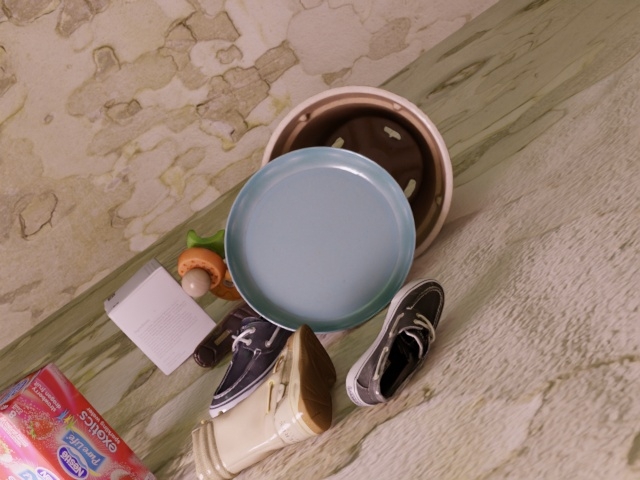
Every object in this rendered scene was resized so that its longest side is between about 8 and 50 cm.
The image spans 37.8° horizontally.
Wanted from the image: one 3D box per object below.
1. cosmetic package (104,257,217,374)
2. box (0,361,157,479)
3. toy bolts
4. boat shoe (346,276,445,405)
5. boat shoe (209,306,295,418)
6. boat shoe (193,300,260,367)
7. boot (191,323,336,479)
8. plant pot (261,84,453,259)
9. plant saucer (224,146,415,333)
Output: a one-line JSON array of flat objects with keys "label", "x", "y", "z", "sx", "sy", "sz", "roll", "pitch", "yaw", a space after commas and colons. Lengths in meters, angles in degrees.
[{"label": "cosmetic package", "x": -0.340, "y": 0.158, "z": 1.986, "sx": 0.151, "sy": 0.183, "sz": 0.151, "roll": -43, "pitch": 16, "yaw": -9}, {"label": "box", "x": -0.390, "y": 0.330, "z": 1.414, "sx": 0.123, "sy": 0.256, "sz": 0.128, "roll": -29, "pitch": 16, "yaw": 35}, {"label": "toy bolts", "x": -0.173, "y": 0.091, "z": 1.969, "sx": 0.229, "sy": 0.218, "sz": 0.158, "roll": -3, "pitch": 44, "yaw": 13}, {"label": "boat shoe", "x": 0.119, "y": 0.134, "z": 1.252, "sx": 0.070, "sy": 0.078, "sz": 0.219, "roll": -18, "pitch": 31, "yaw": 53}, {"label": "boat shoe", "x": -0.102, "y": 0.175, "z": 1.559, "sx": 0.108, "sy": 0.102, "sz": 0.301, "roll": -20, "pitch": 21, "yaw": 48}, {"label": "boat shoe", "x": -0.170, "y": 0.170, "z": 1.825, "sx": 0.190, "sy": 0.068, "sz": 0.072, "roll": -36, "pitch": 2, "yaw": -1}, {"label": "boot", "x": -0.081, "y": 0.235, "z": 1.347, "sx": 0.203, "sy": 0.095, "sz": 0.262, "roll": -34, "pitch": 18, "yaw": 14}, {"label": "plant pot", "x": 0.081, "y": -0.124, "z": 1.751, "sx": 0.334, "sy": 0.333, "sz": 0.305, "roll": -33, "pitch": 4, "yaw": 13}, {"label": "plant saucer", "x": 0.000, "y": 0.000, "z": 1.561, "sx": 0.318, "sy": 0.317, "sz": 0.043, "roll": -36, "pitch": -14, "yaw": -1}]
